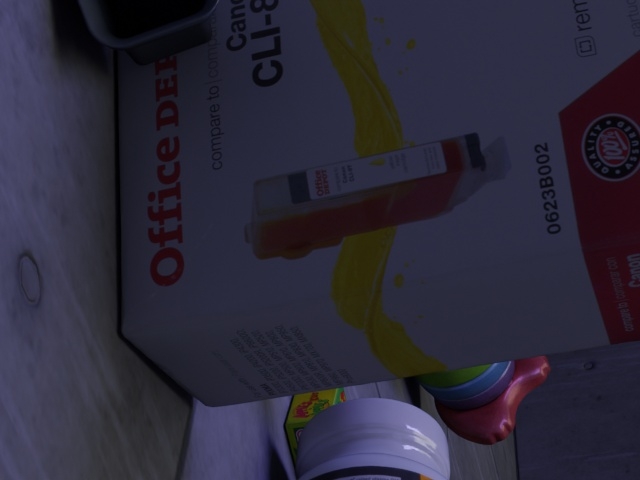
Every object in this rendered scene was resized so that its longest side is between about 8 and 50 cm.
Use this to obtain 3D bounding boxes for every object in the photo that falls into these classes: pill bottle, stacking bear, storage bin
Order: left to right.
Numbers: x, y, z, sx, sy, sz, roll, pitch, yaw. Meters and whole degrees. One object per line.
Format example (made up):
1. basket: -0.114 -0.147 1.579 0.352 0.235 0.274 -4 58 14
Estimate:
1. storage bin: -0.109 -0.181 0.903 0.091 0.098 0.135 77 -7 -80
2. pill bottle: 0.042 0.270 1.121 0.278 0.162 0.162 -88 164 -48
3. stacking bear: 0.187 0.128 2.038 0.175 0.164 0.289 -52 130 -27

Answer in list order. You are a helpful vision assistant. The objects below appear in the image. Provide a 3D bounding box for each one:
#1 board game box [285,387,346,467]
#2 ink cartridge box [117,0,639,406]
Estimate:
1. board game box: 0.013 0.227 1.324 0.092 0.043 0.181 -72 151 -69
2. ink cartridge box: 0.065 -0.064 0.952 0.160 0.384 0.279 54 28 -60
